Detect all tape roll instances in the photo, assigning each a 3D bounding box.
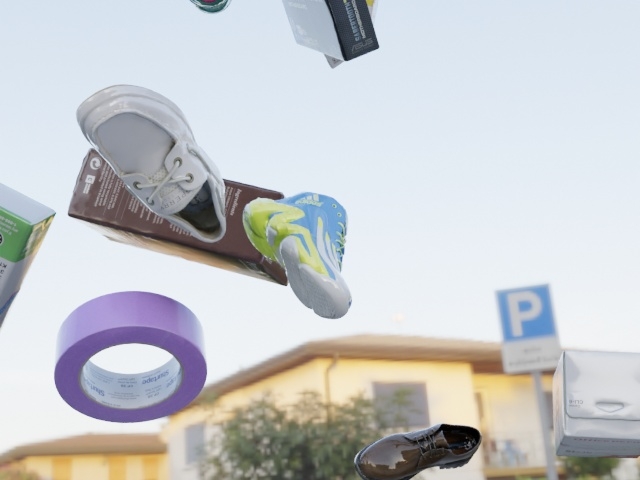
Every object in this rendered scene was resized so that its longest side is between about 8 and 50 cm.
[{"bbox_3d":[-0.349,0.220,1.661,0.274,0.090,0.275,-7,-47,-7],"label":"tape roll"}]

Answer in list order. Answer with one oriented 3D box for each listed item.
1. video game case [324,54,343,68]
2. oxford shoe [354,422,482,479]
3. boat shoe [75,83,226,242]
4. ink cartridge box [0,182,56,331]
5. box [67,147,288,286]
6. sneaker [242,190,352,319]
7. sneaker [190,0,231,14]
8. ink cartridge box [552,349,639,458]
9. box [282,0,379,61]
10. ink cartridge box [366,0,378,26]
[{"bbox_3d":[0.026,-0.377,1.580,0.087,0.122,0.011,-36,24,-12],"label":"video game case"},{"bbox_3d":[0.163,0.339,1.476,0.227,0.083,0.096,-10,-30,-24],"label":"oxford shoe"},{"bbox_3d":[-0.171,-0.076,1.015,0.098,0.096,0.277,-29,-28,9],"label":"boat shoe"},{"bbox_3d":[-0.546,0.041,1.312,0.201,0.278,0.117,27,12,-5],"label":"ink cartridge box"},{"bbox_3d":[-0.235,-0.040,1.624,0.381,0.143,0.191,12,-12,16],"label":"box"},{"bbox_3d":[0.000,0.000,1.139,0.126,0.240,0.091,-25,-46,-19],"label":"sneaker"},{"bbox_3d":[-0.221,-0.519,1.481,0.123,0.296,0.178,-22,15,-3],"label":"sneaker"},{"bbox_3d":[0.414,0.244,1.323,0.128,0.128,0.176,1,-21,9],"label":"ink cartridge box"},{"bbox_3d":[-0.006,-0.367,1.303,0.059,0.184,0.232,-24,25,-12],"label":"box"},{"bbox_3d":[0.056,-0.483,1.833,0.115,0.198,0.067,12,12,10],"label":"ink cartridge box"}]
